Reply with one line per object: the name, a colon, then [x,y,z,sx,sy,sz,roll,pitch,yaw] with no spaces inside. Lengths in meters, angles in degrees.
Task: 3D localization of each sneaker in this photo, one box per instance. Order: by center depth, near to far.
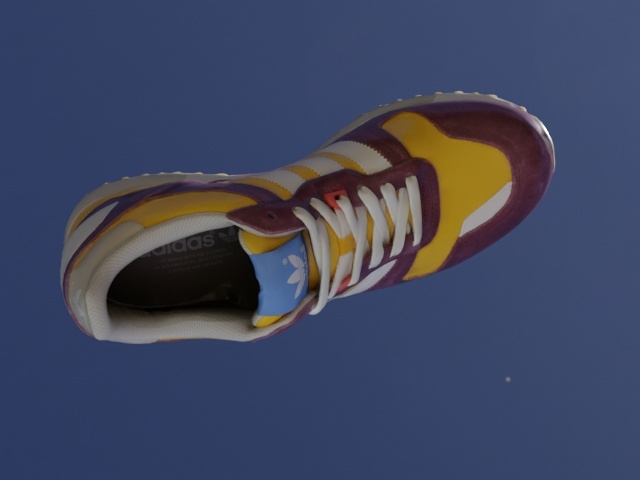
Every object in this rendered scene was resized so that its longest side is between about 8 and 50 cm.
sneaker: [0.000,0.000,0.710,0.185,0.084,0.069,-17,-70,-2]
